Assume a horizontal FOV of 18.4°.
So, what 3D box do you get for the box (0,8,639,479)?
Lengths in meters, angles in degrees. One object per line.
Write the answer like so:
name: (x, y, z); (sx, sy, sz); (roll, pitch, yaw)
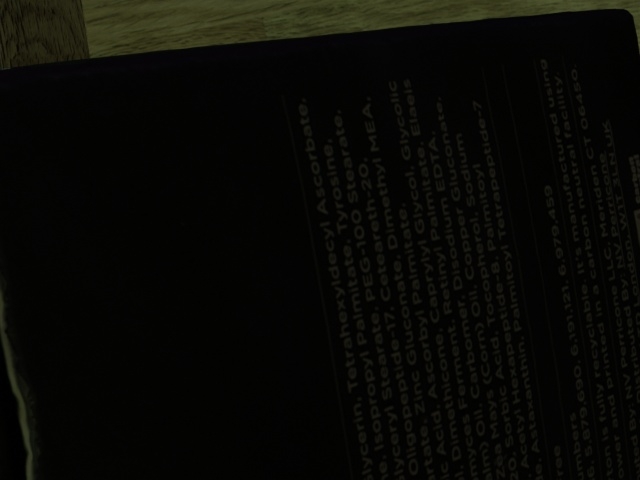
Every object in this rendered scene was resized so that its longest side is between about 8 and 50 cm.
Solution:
box: (-0.146, 0.077, 0.907); (0.480, 0.297, 0.472); (-6, 6, 35)
